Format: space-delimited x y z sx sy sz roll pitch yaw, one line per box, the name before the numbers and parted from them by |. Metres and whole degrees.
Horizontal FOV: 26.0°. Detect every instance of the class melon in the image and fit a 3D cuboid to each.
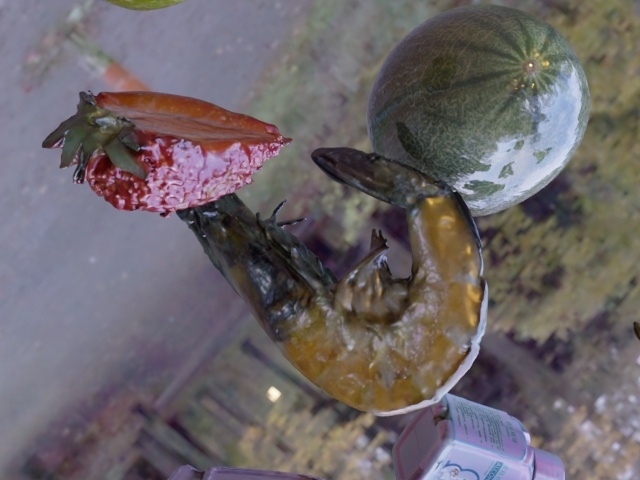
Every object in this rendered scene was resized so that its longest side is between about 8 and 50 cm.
melon | 0.180 -0.151 1.594 0.237 0.237 0.302 -50 -172 -21

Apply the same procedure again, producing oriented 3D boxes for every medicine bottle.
medicine bottle | 0.194 0.268 1.659 0.119 0.188 0.094 -57 -156 30

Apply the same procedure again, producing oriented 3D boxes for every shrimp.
shrimp | 0.000 0.000 1.551 0.272 0.445 0.085 -58 156 14

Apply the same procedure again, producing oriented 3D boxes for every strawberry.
strawberry | -0.152 -0.090 1.415 0.228 0.174 0.098 -10 123 -49

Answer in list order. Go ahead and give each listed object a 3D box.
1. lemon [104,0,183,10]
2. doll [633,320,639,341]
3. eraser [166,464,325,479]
lemon | -0.165 -0.329 1.406 0.248 0.184 0.184 -19 -173 13
doll | 0.379 0.117 1.509 0.113 0.078 0.076 -32 145 -50
eraser | -0.114 0.435 1.997 0.359 0.272 0.122 -67 159 -80
